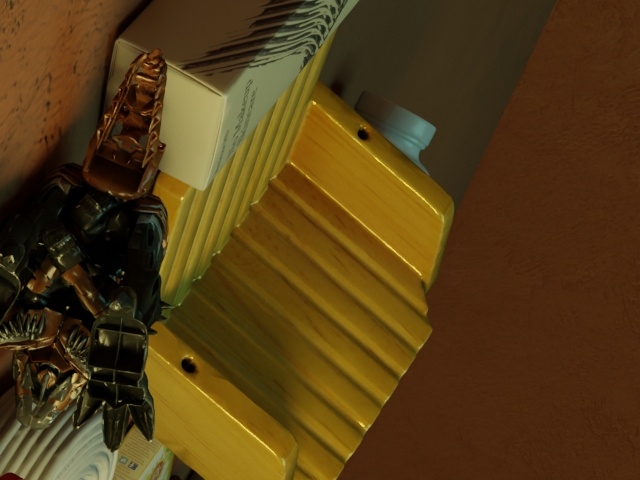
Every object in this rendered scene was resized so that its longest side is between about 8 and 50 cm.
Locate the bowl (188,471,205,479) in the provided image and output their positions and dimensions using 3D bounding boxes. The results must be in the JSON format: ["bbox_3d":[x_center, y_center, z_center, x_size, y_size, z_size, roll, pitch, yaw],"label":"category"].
[{"bbox_3d":[-0.149,0.339,2.363,0.142,0.053,0.142,-59,170,-11],"label":"bowl"}]

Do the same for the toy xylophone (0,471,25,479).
[{"bbox_3d":[-0.312,0.256,1.185,0.236,0.081,0.322,-64,164,7],"label":"toy xylophone"}]

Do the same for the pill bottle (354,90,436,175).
[{"bbox_3d":[0.026,-0.028,2.005,0.264,0.146,0.146,-63,170,0],"label":"pill bottle"}]

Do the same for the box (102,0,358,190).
[{"bbox_3d":[-0.052,-0.171,1.377,0.275,0.094,0.113,-55,169,-38],"label":"box"}]

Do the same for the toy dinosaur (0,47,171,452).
[{"bbox_3d":[-0.171,0.012,1.254,0.218,0.164,0.322,-73,164,-55],"label":"toy dinosaur"}]

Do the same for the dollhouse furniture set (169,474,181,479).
[{"bbox_3d":[-0.080,0.264,2.120,0.152,0.201,0.374,-22,135,-74],"label":"dollhouse furniture set"}]

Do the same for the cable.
[{"bbox_3d":[-0.248,0.225,1.454,0.257,0.089,0.257,-56,168,-32],"label":"cable"}]

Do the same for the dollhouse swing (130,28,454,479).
[{"bbox_3d":[0.000,0.000,1.605,0.347,0.315,0.305,-54,-173,-38],"label":"dollhouse swing"}]

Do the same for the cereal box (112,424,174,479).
[{"bbox_3d":[-0.230,0.305,1.879,0.240,0.047,0.173,-53,167,-39],"label":"cereal box"}]
